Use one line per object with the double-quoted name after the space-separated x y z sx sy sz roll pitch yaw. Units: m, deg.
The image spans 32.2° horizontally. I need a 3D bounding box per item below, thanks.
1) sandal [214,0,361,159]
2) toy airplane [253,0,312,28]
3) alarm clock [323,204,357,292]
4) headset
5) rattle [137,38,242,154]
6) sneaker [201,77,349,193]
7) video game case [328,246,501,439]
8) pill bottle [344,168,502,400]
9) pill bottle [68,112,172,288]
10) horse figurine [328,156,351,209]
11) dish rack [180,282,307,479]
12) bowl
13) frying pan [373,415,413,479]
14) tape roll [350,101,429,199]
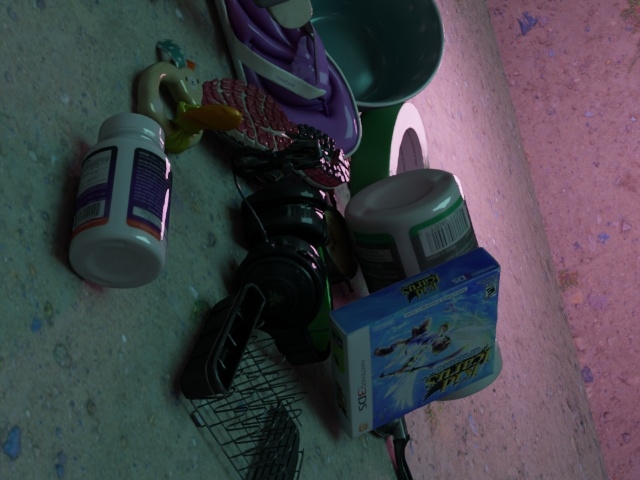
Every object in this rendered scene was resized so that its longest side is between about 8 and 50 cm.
-0.065 -0.311 1.783 0.416 0.169 0.102 61 -15 -4 "sandal"
-0.111 -0.513 1.572 0.386 0.272 0.384 -2 101 -54 "toy airplane"
0.000 0.000 1.829 0.192 0.064 0.129 50 31 -48 "alarm clock"
-0.029 0.009 1.598 0.394 0.185 0.243 65 20 -45 "headset"
-0.168 -0.222 1.527 0.130 0.142 0.200 41 39 -20 "rattle"
-0.087 -0.138 1.695 0.299 0.112 0.121 32 37 -38 "sneaker"
0.146 0.160 1.693 0.061 0.269 0.244 52 -24 41 "video game case"
0.184 0.078 1.885 0.204 0.204 0.361 -63 139 -60 "pill bottle"
-0.227 -0.051 1.285 0.108 0.108 0.194 47 33 -45 "pill bottle"
0.045 -0.149 2.051 0.263 0.066 0.174 -64 137 -57 "horse figurine"
-0.081 0.218 1.460 0.272 0.074 0.208 62 25 -23 "dish rack"
0.049 -0.350 1.986 0.163 0.311 0.312 134 -53 -64 "bowl"
0.111 0.297 1.885 0.197 0.053 0.326 28 45 -60 "frying pan"
0.137 -0.099 2.091 0.321 0.077 0.321 -1 90 -72 "tape roll"
